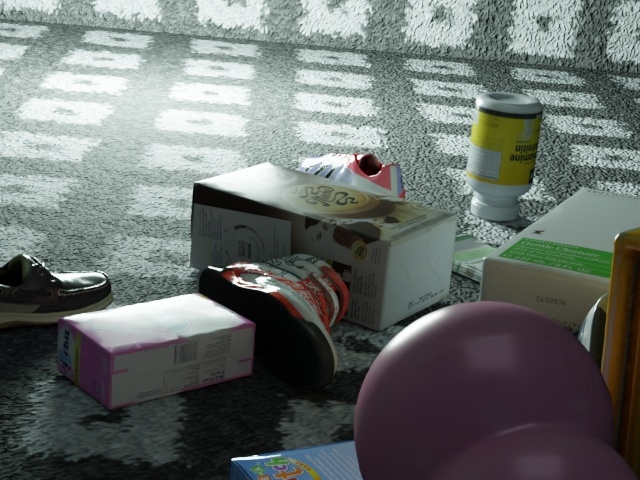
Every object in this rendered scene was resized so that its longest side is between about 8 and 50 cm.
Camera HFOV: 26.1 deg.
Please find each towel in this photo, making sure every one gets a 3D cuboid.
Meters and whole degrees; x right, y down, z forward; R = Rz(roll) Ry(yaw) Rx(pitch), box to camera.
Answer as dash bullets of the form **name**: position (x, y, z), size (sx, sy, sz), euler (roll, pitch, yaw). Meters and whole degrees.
- **towel**: position (0.222, 0.025, 1.886), size (0.113, 0.023, 0.152), euler (-12, 25, -41)

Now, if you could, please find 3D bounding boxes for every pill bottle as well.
- **pill bottle**: position (0.277, -0.128, 2.103), size (0.103, 0.184, 0.103), euler (5, 18, -2)

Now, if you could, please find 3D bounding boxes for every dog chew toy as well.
- **dog chew toy**: position (0.150, 0.202, 1.030), size (0.206, 0.207, 0.332), euler (-1, 41, -19)

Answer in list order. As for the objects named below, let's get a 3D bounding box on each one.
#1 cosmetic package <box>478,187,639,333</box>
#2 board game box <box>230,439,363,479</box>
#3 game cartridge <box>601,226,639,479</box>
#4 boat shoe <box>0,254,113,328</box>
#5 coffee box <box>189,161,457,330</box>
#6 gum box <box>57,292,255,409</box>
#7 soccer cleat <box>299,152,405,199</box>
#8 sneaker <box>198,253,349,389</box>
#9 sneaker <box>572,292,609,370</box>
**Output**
- **cosmetic package**: position (0.331, 0.061, 1.599), size (0.197, 0.155, 0.365), euler (11, 20, 24)
- **board game box**: position (0.049, 0.225, 1.203), size (0.211, 0.039, 0.160), euler (-3, 21, -28)
- **game cartridge**: position (0.360, 0.106, 1.258), size (0.323, 0.285, 0.052), euler (-14, 23, -43)
- **boat shoe**: position (-0.335, 0.053, 1.562), size (0.223, 0.073, 0.080), euler (-8, 22, -34)
- **coffee box**: position (0.000, 0.000, 1.744), size (0.297, 0.119, 0.168), euler (17, 22, 31)
- **gum box**: position (-0.167, 0.111, 1.451), size (0.188, 0.062, 0.107), euler (-10, 24, -38)
- **soccer cleat**: position (0.050, -0.101, 2.103), size (0.083, 0.095, 0.248), euler (-5, 21, -29)
- **sneaker**: position (-0.015, 0.080, 1.546), size (0.145, 0.090, 0.270), euler (-9, 20, -30)
- **sneaker**: position (0.249, 0.179, 1.341), size (0.086, 0.163, 0.226), euler (24, 59, -3)
